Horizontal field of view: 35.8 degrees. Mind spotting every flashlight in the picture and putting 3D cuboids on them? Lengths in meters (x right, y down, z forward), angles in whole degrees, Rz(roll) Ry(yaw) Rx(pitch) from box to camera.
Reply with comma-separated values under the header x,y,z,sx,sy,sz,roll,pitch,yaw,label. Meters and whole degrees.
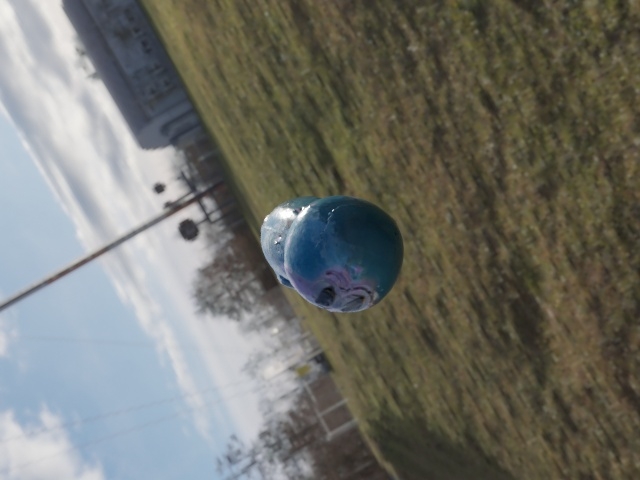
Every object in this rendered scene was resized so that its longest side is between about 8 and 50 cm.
x,y,z,sx,sy,sz,roll,pitch,yaw,label
0.000,0.000,0.449,0.051,0.051,0.129,61,172,-13,flashlight
